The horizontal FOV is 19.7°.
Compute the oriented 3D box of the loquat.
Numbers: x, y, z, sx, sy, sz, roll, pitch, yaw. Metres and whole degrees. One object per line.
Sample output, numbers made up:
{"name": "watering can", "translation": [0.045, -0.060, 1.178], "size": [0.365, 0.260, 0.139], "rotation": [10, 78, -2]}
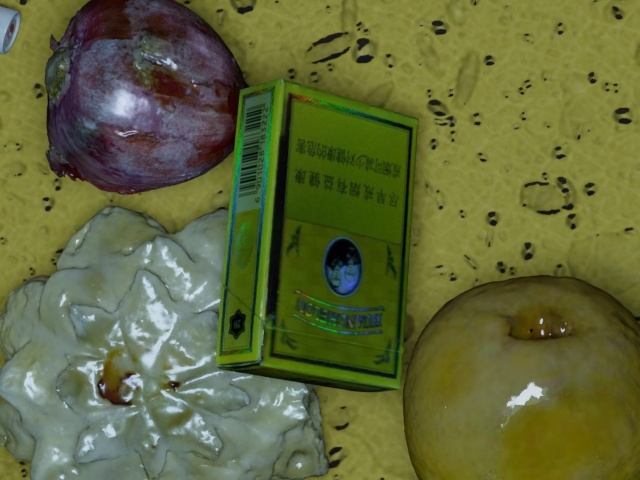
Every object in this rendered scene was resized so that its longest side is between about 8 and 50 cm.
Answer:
{"name": "loquat", "translation": [0.163, 0.127, 1.405], "size": [0.208, 0.208, 0.208], "rotation": [0, 95, 5]}

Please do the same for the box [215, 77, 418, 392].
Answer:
{"name": "box", "translation": [0.000, 0.000, 1.414], "size": [0.141, 0.064, 0.220], "rotation": [14, 77, -37]}

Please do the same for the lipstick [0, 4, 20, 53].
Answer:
{"name": "lipstick", "translation": [-0.312, -0.190, 1.503], "size": [0.131, 0.038, 0.038], "rotation": [19, 96, 3]}

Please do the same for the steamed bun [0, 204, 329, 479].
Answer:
{"name": "steamed bun", "translation": [-0.119, 0.105, 1.464], "size": [0.295, 0.137, 0.292], "rotation": [37, 94, 3]}

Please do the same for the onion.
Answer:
{"name": "onion", "translation": [-0.120, -0.112, 1.448], "size": [0.195, 0.159, 0.159], "rotation": [8, 96, -25]}
